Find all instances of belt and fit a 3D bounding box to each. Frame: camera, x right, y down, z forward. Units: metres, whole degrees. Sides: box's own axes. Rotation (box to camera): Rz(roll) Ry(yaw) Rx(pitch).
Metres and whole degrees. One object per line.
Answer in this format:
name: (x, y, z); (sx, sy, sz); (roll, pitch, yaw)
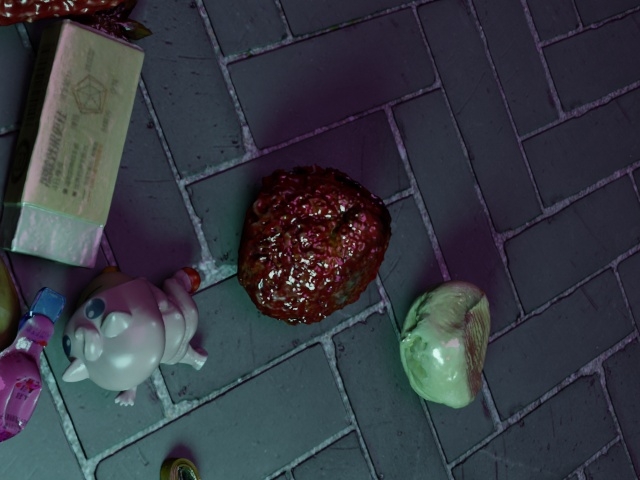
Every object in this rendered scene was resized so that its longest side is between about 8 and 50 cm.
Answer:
belt: (-0.212, 0.374, 1.831); (0.059, 0.036, 0.083); (-13, 91, -41)

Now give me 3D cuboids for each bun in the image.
bun: (0.222, 0.184, 2.165); (0.229, 0.145, 0.229); (4, 90, -71)

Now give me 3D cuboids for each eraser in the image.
eraser: (-0.366, -0.138, 1.748); (0.144, 0.078, 0.343); (17, 81, -36)

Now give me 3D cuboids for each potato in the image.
potato: (-0.473, 0.043, 1.639); (0.261, 0.100, 0.120); (52, 54, -19)

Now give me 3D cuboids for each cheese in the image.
cheese: (-0.420, 0.181, 1.644); (0.244, 0.062, 0.155); (-67, 161, -9)

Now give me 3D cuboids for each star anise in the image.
star anise: (-0.338, -0.329, 1.850); (0.168, 0.057, 0.168); (4, 84, -37)

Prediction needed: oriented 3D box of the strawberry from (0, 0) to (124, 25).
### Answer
strawberry: (-0.421, -0.443, 1.674); (0.345, 0.295, 0.317); (-33, 118, -19)

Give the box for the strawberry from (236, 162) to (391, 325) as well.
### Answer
strawberry: (0.000, 0.000, 1.961); (0.274, 0.220, 0.274); (11, 74, -42)

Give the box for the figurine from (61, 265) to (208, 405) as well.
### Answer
figurine: (-0.277, 0.129, 1.776); (0.186, 0.176, 0.287); (41, 27, 23)
